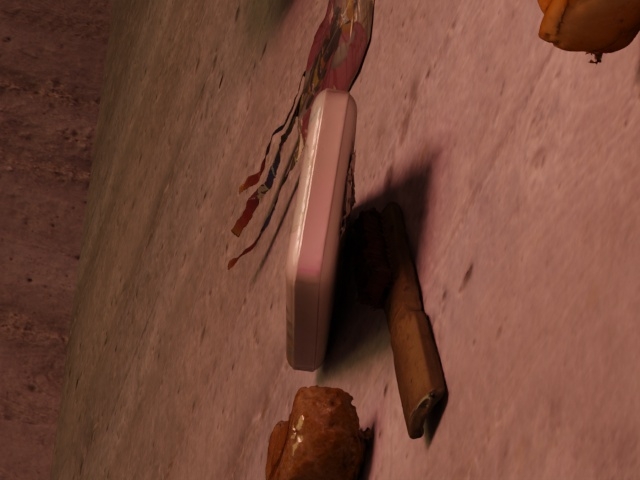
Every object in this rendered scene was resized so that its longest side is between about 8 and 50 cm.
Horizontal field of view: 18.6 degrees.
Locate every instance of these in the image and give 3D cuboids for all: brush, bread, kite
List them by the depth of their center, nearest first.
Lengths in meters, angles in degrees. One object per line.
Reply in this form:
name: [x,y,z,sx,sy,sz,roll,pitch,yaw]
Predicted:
brush: [0.047,0.047,1.302,0.248,0.036,0.043,-98,20,-59]
bread: [-0.003,0.154,1.359,0.113,0.060,0.082,127,154,-66]
kite: [-0.013,-0.132,1.793,0.204,0.022,0.360,-89,21,-43]

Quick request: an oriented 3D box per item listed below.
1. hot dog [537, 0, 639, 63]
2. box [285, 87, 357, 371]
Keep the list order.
hot dog: [0.170,-0.183,0.902,0.269,0.072,0.109,117,163,-44]
box: [0.000,0.000,1.419,0.285,0.044,0.142,94,-177,-73]
